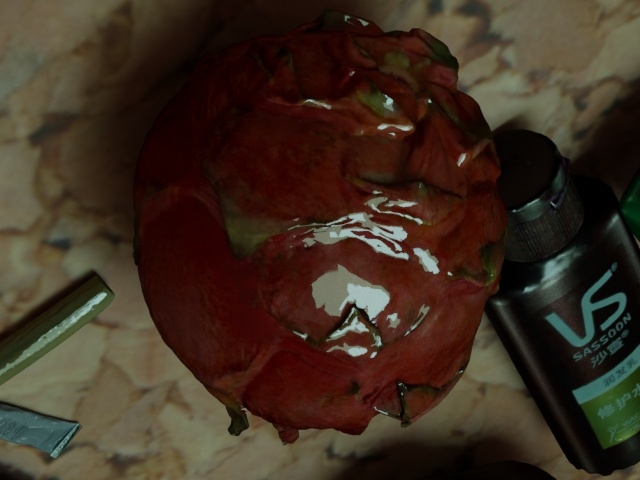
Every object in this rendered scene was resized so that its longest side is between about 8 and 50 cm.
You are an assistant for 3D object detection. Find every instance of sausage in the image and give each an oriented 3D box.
[{"bbox_3d":[-0.189,0.068,1.201,0.132,0.024,0.024,-36,136,-3],"label":"sausage"}]

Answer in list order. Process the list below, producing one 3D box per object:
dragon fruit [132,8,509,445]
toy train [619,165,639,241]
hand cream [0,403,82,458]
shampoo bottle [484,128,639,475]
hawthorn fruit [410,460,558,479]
[{"bbox_3d":[0.000,-0.010,1.119,0.241,0.241,0.252,-21,149,-17],"label":"dragon fruit"},{"bbox_3d":[0.380,-0.066,1.291,0.429,0.249,0.178,-57,151,-4],"label":"toy train"},{"bbox_3d":[-0.200,0.122,1.248,0.030,0.019,0.093,-51,142,11],"label":"hand cream"},{"bbox_3d":[0.188,0.047,1.384,0.129,0.084,0.323,-37,136,-6],"label":"shampoo bottle"},{"bbox_3d":[0.103,0.325,1.446,0.268,0.267,0.301,11,122,-38],"label":"hawthorn fruit"}]
